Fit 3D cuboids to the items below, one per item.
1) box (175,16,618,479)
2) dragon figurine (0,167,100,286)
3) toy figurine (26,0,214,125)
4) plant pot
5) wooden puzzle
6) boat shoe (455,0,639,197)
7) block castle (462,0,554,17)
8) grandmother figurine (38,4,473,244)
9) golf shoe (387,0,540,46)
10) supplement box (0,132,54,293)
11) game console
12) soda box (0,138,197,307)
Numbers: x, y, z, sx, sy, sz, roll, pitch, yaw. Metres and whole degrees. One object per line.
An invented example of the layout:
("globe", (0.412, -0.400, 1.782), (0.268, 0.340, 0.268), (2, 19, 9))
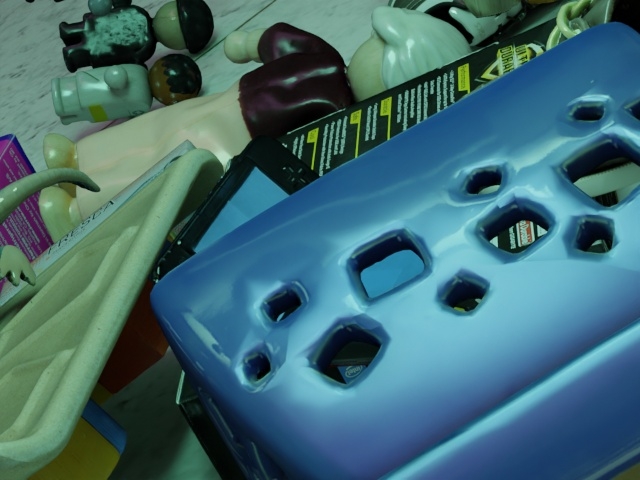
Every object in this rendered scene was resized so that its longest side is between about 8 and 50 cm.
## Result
("box", (0.055, -0.002, 1.107), (0.257, 0.079, 0.322), (-21, 25, 13))
("dragon figurine", (-0.258, 0.040, 1.131), (0.144, 0.085, 0.289), (-33, 17, 39))
("toy figurine", (-0.182, -0.223, 1.640), (0.148, 0.213, 0.209), (-10, 29, 1))
("plant pot", (0.102, 0.088, 0.702), (0.236, 0.236, 0.212), (-31, 31, -3))
("wooden puzzle", (-0.199, 0.121, 1.064), (0.322, 0.080, 0.348), (-36, 13, 29))
("boat shoe", (0.177, -0.092, 0.912), (0.324, 0.097, 0.116), (-8, 34, 52))
("block castle", (0.296, -0.326, 1.224), (0.453, 0.213, 0.303), (-4, 32, 23))
("grandmother figurine", (-0.046, -0.092, 1.377), (0.342, 0.104, 0.208), (-18, 53, 15))
("golf shoe", (0.145, -0.192, 1.407), (0.198, 0.077, 0.094), (-19, 43, 24))
("supplement box", (-0.286, 0.029, 1.367), (0.111, 0.114, 0.220), (-18, 25, 21))
("game console", (0.000, 0.000, 0.973), (0.085, 0.124, 0.144), (-44, 9, 44))
("soda box", (-0.145, 0.012, 1.269), (0.183, 0.058, 0.063), (-38, 21, 13))
